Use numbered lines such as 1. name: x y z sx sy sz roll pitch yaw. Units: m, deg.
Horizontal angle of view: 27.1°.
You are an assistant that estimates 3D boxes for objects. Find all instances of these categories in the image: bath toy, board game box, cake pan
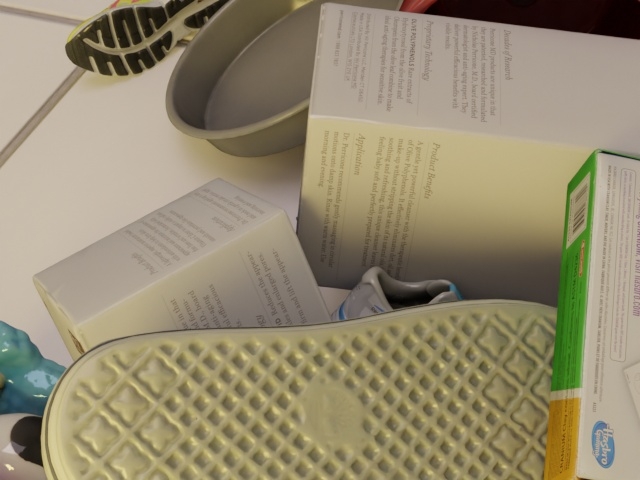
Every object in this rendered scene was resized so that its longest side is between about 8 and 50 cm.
1. bath toy: -0.278 0.204 0.994 0.151 0.129 0.348 -5 30 8
2. board game box: 0.322 0.085 0.918 0.316 0.064 0.242 12 67 -5
3. cake pan: -0.025 -0.195 1.362 0.293 0.054 0.293 -24 37 20

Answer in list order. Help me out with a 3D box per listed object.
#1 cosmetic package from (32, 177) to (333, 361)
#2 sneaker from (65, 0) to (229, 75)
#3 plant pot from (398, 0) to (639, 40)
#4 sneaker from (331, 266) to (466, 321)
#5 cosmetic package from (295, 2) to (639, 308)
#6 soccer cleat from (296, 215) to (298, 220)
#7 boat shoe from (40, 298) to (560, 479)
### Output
1. cosmetic package: -0.105 0.066 1.058 0.183 0.151 0.151 -29 22 -15
2. sneaker: -0.203 -0.256 1.519 0.208 0.081 0.094 -29 39 -22
3. plant pot: 0.192 -0.191 1.230 0.274 0.275 0.243 -6 36 10
4. sneaker: 0.107 0.076 1.064 0.190 0.083 0.071 19 37 -8
5. cosmetic package: 0.168 -0.055 1.076 0.365 0.197 0.155 7 46 -1
6. soccer cleat: 0.000 0.000 1.243 0.035 0.029 0.083 -18 40 3
7. boat shoe: 0.051 0.145 0.950 0.500 0.156 0.187 2 71 -16
